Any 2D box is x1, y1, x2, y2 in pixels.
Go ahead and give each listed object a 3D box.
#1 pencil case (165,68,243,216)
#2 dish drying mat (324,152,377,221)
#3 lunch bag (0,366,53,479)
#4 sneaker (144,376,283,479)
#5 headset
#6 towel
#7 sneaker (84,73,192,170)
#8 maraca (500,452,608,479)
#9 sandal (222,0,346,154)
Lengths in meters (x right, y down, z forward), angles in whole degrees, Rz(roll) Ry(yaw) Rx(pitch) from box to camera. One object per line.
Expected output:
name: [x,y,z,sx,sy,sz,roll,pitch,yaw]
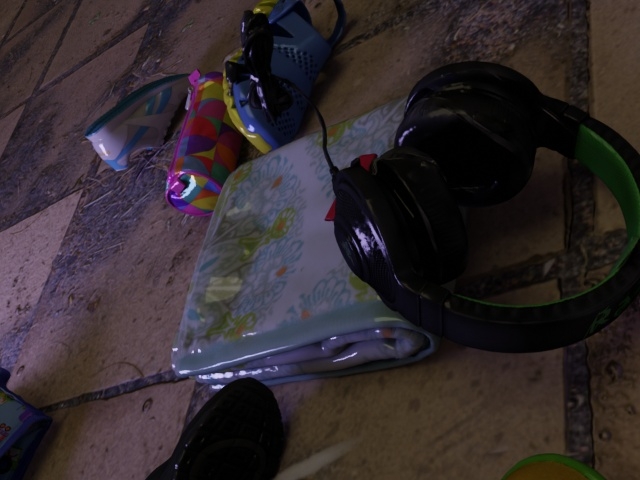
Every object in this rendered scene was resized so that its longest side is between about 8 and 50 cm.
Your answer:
pencil case: [-0.168,-0.148,1.283,0.104,0.104,0.236,-27,42,30]
dish drying mat: [0.033,-0.055,0.899,0.032,0.008,0.083,0,57,50]
lunch bag: [-0.530,0.295,1.181,0.221,0.138,0.293,23,67,22]
sneaker: [-0.144,0.262,0.871,0.130,0.109,0.286,5,60,57]
headset: [0.094,-0.070,0.740,0.394,0.185,0.243,27,61,26]
towel: [0.000,0.000,0.963,0.375,0.090,0.320,-16,48,40]
sneaker: [-0.302,-0.215,1.513,0.229,0.092,0.087,-43,27,-25]
maraca: [0.151,0.234,0.570,0.127,0.099,0.185,15,95,55]
sandal: [-0.044,-0.259,1.232,0.138,0.126,0.317,-18,47,33]
